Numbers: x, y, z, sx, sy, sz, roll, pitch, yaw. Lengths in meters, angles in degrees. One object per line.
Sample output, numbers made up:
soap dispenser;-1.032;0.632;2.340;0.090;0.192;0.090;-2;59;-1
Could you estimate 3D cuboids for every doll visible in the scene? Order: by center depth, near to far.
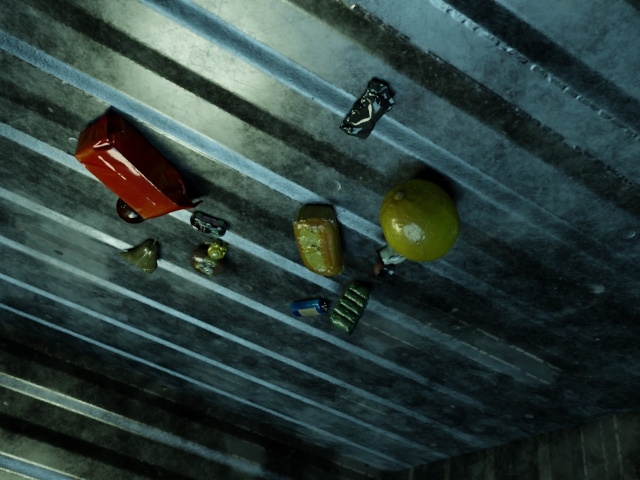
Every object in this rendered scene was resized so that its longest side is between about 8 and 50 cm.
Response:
doll;-0.447;0.070;2.065;0.145;0.096;0.188;11;133;-7

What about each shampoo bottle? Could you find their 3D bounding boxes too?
shampoo bottle;-0.036;0.288;2.228;0.182;0.050;0.087;-12;132;31

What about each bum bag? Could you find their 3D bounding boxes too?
bum bag;0.124;-0.338;1.390;0.087;0.049;0.198;30;141;-10

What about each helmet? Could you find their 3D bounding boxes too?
helmet;0.226;0.102;1.907;0.084;0.049;0.065;18;117;-48

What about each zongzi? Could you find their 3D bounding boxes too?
zongzi;-0.757;0.036;2.147;0.178;0.081;0.189;25;137;4

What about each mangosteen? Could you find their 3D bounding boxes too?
mangosteen;-0.664;-0.116;1.889;0.140;0.140;0.140;9;142;7

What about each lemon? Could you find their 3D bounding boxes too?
lemon;0.293;-0.057;1.539;0.235;0.236;0.263;-9;168;28

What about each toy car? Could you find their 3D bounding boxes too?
toy car;-0.418;-0.053;1.927;0.142;0.055;0.069;19;139;-7

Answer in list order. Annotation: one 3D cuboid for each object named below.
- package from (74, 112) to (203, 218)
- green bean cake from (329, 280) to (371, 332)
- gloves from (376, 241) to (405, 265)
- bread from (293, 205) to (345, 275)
package;-0.604;-0.219;1.728;0.195;0.123;0.423;-14;133;35
green bean cake;0.125;0.275;2.096;0.107;0.194;0.208;27;169;15
gloves;0.298;0.016;1.733;0.212;0.111;0.127;-29;155;0
bread;0.000;0.000;1.803;0.152;0.119;0.288;1;140;12
